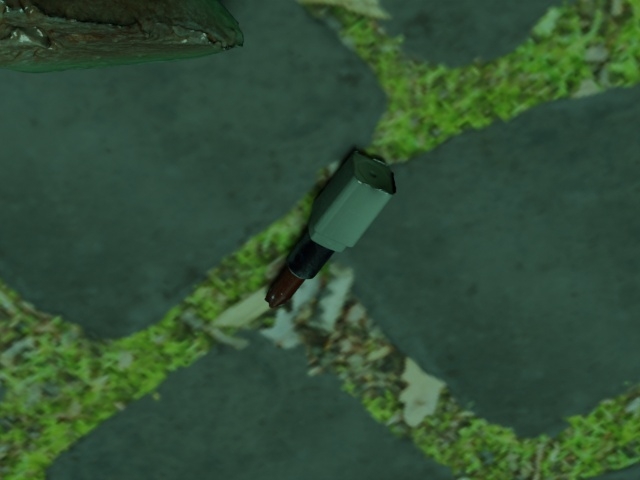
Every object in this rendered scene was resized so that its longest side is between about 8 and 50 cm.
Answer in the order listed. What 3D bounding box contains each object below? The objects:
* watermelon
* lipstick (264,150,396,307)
[{"bbox_3d":[-0.117,-0.106,0.829,0.155,0.080,0.101,0,137,-27],"label":"watermelon"},{"bbox_3d":[0.000,0.000,0.945,0.025,0.025,0.107,24,125,-22],"label":"lipstick"}]
